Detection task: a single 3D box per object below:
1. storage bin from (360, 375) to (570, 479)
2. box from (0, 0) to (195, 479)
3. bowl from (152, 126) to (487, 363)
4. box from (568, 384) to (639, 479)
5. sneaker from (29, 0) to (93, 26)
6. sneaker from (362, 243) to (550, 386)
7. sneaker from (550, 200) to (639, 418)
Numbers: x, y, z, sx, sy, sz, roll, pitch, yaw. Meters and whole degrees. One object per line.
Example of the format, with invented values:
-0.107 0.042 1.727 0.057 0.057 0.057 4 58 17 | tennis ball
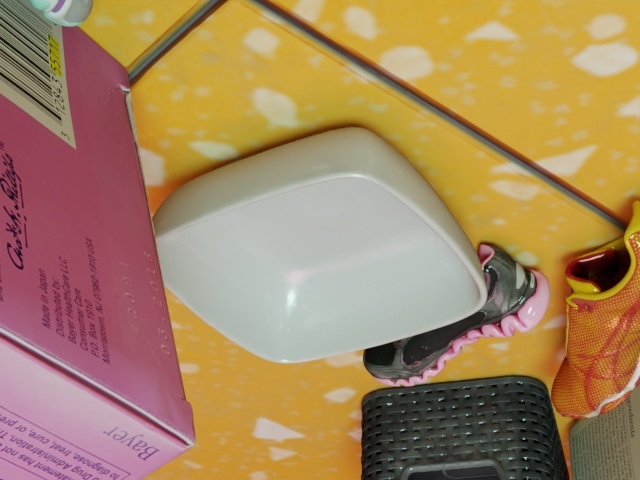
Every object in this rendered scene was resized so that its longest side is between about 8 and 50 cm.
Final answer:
0.102 0.172 0.831 0.122 0.084 0.180 -8 145 13 | storage bin
-0.190 0.032 0.480 0.243 0.213 0.117 -34 134 18 | box
0.000 0.000 0.615 0.142 0.053 0.142 -17 140 26 | bowl
0.248 0.103 0.702 0.094 0.113 0.275 12 145 -15 | box
-0.079 -0.119 0.461 0.069 0.038 0.098 -1 146 6 | sneaker
0.064 0.038 0.680 0.119 0.047 0.057 -32 127 29 | sneaker
0.157 0.037 0.669 0.067 0.064 0.175 23 139 4 | sneaker
